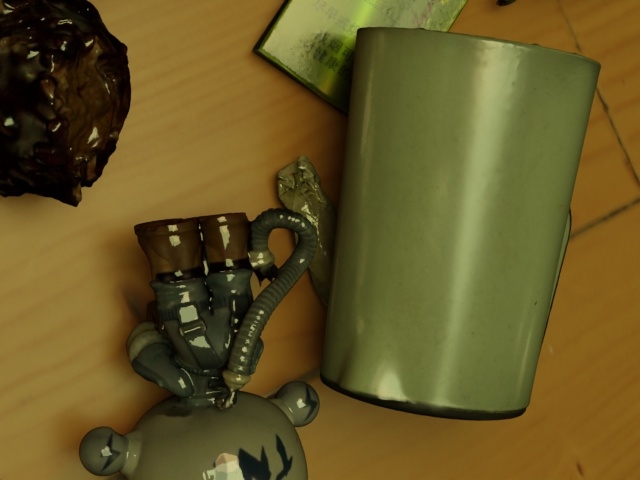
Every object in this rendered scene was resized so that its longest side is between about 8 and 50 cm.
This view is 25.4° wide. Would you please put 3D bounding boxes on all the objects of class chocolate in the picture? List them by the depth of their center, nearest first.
[{"bbox_3d":[-0.256,-0.127,1.368,0.206,0.177,0.224,-34,126,-14],"label":"chocolate"}]

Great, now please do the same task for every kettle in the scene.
[{"bbox_3d":[0.162,-0.015,1.509,0.361,0.250,0.376,3,97,-58],"label":"kettle"}]

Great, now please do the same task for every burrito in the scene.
[{"bbox_3d":[0.000,0.000,1.560,0.058,0.045,0.188,-24,98,-11],"label":"burrito"}]

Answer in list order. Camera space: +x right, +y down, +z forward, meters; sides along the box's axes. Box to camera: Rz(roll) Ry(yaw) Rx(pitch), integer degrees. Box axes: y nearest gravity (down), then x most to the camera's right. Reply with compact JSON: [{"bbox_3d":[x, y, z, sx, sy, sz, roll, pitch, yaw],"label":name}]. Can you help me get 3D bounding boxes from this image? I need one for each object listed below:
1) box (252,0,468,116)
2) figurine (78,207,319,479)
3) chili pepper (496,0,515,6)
[{"bbox_3d":[0.079,-0.291,1.575,0.173,0.043,0.311,33,88,-16],"label":"box"},{"bbox_3d":[-0.120,0.166,1.445,0.261,0.186,0.382,-8,95,-14],"label":"figurine"},{"bbox_3d":[0.266,-0.451,1.655,0.137,0.092,0.368,-1,82,2],"label":"chili pepper"}]
